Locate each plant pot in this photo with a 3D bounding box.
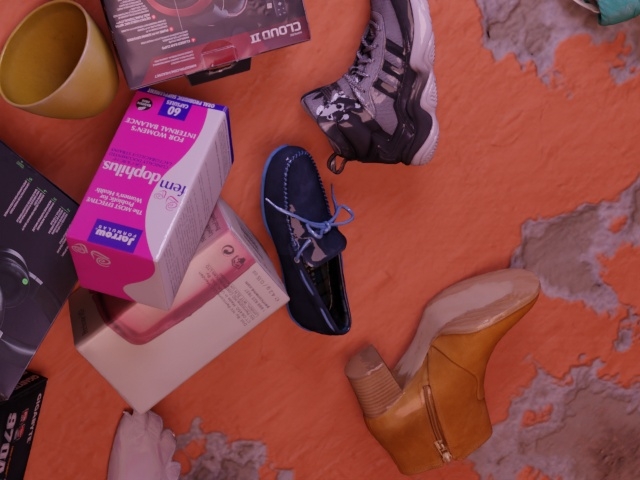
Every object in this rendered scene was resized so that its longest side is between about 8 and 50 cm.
[{"bbox_3d":[-0.281,-0.189,1.546,0.134,0.134,0.095,-46,140,7],"label":"plant pot"}]

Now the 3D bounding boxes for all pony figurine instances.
[{"bbox_3d":[-0.172,0.420,1.765,0.363,0.303,0.351,12,117,-35],"label":"pony figurine"}]

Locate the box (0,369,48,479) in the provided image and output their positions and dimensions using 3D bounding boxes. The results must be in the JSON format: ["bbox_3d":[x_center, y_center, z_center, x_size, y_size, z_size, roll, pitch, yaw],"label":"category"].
[{"bbox_3d":[-0.415,0.279,1.666,0.051,0.175,0.220,20,104,13],"label":"box"}]

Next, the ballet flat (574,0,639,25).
[{"bbox_3d":[0.302,-0.352,1.641,0.087,0.083,0.247,-33,115,17],"label":"ballet flat"}]

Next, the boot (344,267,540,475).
[{"bbox_3d":[0.193,0.180,1.834,0.295,0.104,0.211,-30,121,5],"label":"boot"}]

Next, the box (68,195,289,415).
[{"bbox_3d":[-0.174,0.070,1.658,0.232,0.149,0.127,-38,116,3],"label":"box"}]

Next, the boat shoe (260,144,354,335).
[{"bbox_3d":[0.000,0.000,1.695,0.109,0.089,0.258,-39,129,-30],"label":"boat shoe"}]

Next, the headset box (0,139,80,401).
[{"bbox_3d":[-0.407,0.017,1.521,0.283,0.131,0.246,41,55,-25],"label":"headset box"}]

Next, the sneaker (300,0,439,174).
[{"bbox_3d":[0.053,-0.201,1.626,0.153,0.101,0.269,-13,117,-11],"label":"sneaker"}]

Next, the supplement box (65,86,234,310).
[{"bbox_3d":[-0.187,-0.049,1.544,0.111,0.220,0.114,14,150,10],"label":"supplement box"}]

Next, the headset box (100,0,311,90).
[{"bbox_3d":[-0.145,-0.314,1.525,0.218,0.110,0.293,-17,115,-6],"label":"headset box"}]
